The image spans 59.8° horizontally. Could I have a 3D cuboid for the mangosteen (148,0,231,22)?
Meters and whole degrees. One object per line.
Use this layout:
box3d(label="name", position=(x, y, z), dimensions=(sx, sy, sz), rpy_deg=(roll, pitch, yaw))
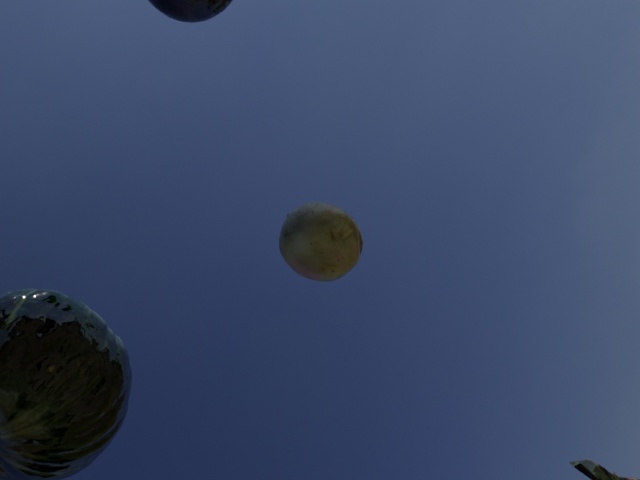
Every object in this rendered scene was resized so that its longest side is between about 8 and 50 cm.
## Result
box3d(label="mangosteen", position=(-0.229, -0.478, 0.945), dimensions=(0.210, 0.210, 0.209), rpy_deg=(-17, -66, -44))

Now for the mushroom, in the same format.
box3d(label="mushroom", position=(0.000, 0.000, 0.547), dimensions=(0.067, 0.084, 0.083), rpy_deg=(-78, -26, -54))

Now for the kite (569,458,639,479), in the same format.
box3d(label="kite", position=(0.280, 0.197, 0.361), dimensions=(0.189, 0.232, 0.009), rpy_deg=(-66, -5, -69))

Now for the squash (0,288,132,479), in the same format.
box3d(label="squash", position=(-0.311, 0.157, 0.602), dimensions=(0.172, 0.218, 0.218), rpy_deg=(-53, -42, -52))
